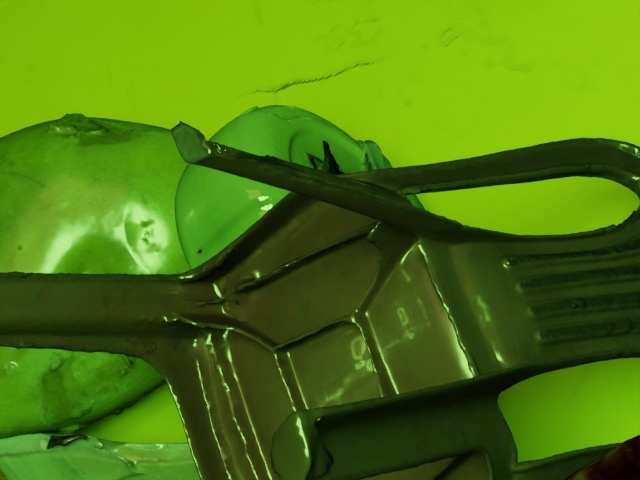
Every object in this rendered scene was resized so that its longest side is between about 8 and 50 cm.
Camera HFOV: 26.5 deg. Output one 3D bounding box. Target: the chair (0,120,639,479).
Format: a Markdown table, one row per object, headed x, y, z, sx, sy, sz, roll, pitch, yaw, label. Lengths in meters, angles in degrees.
| x | y | z | sx | sy | sz | roll | pitch | yaw | label |
| --- | --- | --- | --- | --- | --- | --- | --- | --- | --- |
| 0.028 | 0.053 | 0.560 | 0.183 | 0.326 | 0.175 | -35 | 66 | 36 | chair |

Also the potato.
| x | y | z | sx | sy | sz | roll | pitch | yaw | label |
| --- | --- | --- | --- | --- | --- | --- | --- | --- | --- |
| -0.156 | 0.024 | 0.795 | 0.253 | 0.148 | 0.186 | -15 | 67 | 14 | potato |

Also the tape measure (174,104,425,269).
| x | y | z | sx | sy | sz | roll | pitch | yaw | label |
| --- | --- | --- | --- | --- | --- | --- | --- | --- | --- |
| 0.000 | 0.000 | 0.704 | 0.087 | 0.154 | 0.177 | -44 | 36 | 27 | tape measure |

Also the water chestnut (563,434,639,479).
| x | y | z | sx | sy | sz | roll | pitch | yaw | label |
| --- | --- | --- | --- | --- | --- | --- | --- | --- | --- |
| 0.146 | 0.188 | 0.355 | 0.350 | 0.302 | 0.350 | -16 | 49 | 19 | water chestnut |

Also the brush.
| x | y | z | sx | sy | sz | roll | pitch | yaw | label |
| --- | --- | --- | --- | --- | --- | --- | --- | --- | --- |
| -0.063 | 0.118 | 0.714 | 0.337 | 0.085 | 0.020 | -7 | 49 | 23 | brush |
